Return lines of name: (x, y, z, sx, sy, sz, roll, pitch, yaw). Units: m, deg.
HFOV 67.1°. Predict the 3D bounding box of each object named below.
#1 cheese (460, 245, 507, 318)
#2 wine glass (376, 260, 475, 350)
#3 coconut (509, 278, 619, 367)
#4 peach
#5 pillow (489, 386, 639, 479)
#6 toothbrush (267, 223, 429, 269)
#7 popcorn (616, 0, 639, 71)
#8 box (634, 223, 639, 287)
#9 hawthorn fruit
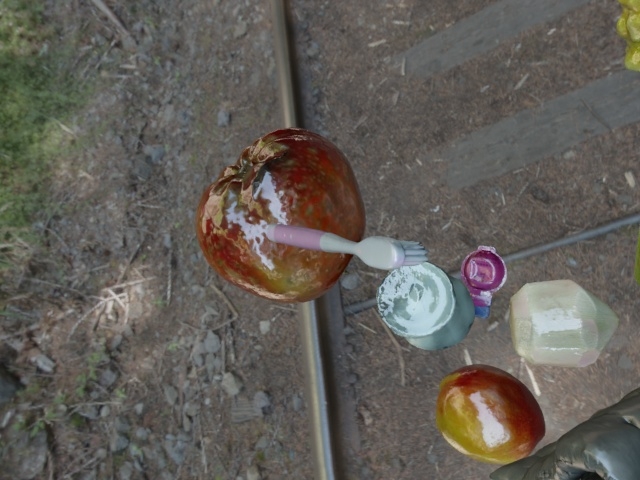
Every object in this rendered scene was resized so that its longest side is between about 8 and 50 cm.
cheese: (0.553, 0.141, 1.646, 0.155, 0.062, 0.245, 7, 92, 32)
wine glass: (0.306, 0.185, 1.409, 0.266, 0.406, 0.268, -5, 75, 18)
coconut: (0.450, 0.156, 0.896, 0.182, 0.171, 0.171, -3, 69, 17)
peach: (0.533, 0.550, 1.528, 0.332, 0.308, 0.308, 14, 79, 26)
pillow: (0.359, 0.257, 0.589, 0.228, 0.326, 0.101, -26, 61, -13)
toothbrush: (0.000, 0.000, 0.387, 0.286, 0.025, 0.020, -170, 81, -69)
popcorn: (0.391, -0.260, 0.478, 0.217, 0.189, 0.170, -9, 31, -3)
box: (0.829, -0.002, 0.970, 0.334, 0.187, 0.047, -13, 44, 17)
hawthorn fruit: (-0.068, -0.043, 1.123, 0.402, 0.402, 0.404, -13, 65, 28)
